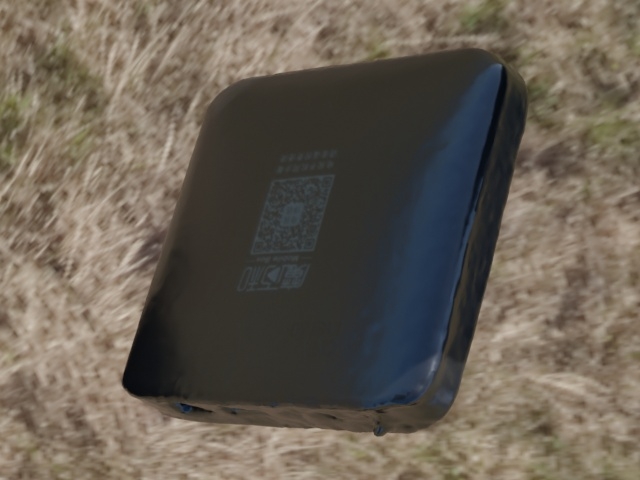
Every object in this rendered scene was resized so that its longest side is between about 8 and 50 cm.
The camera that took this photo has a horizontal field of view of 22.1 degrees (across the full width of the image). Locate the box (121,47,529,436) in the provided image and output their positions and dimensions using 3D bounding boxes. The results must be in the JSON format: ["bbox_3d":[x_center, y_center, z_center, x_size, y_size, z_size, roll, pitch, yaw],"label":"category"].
[{"bbox_3d":[0.000,0.000,1.186,0.073,0.290,0.289,36,61,-43],"label":"box"}]
